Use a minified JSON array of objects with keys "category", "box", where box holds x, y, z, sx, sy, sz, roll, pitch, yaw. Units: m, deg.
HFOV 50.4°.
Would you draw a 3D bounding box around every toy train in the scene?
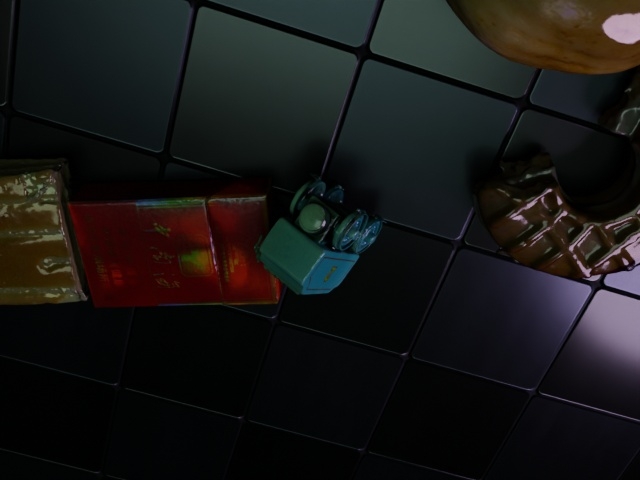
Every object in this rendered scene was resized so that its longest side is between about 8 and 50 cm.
[{"category":"toy train","box":[0.000,0.000,1.027,0.112,0.203,0.163,38,99,20]}]

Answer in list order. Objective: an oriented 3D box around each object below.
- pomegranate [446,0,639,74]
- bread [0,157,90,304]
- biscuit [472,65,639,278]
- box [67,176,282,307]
[{"category":"pomegranate","box":[0.262,-0.372,0.705,0.410,0.410,0.410,1,118,3]},{"category":"bread","box":[-0.503,-0.015,1.097,0.246,0.111,0.239,0,119,3]},{"category":"biscuit","box":[0.425,-0.076,1.007,0.366,0.115,0.268,-36,110,21]},{"category":"box","box":[-0.226,0.005,1.105,0.313,0.089,0.197,-2,117,4]}]
